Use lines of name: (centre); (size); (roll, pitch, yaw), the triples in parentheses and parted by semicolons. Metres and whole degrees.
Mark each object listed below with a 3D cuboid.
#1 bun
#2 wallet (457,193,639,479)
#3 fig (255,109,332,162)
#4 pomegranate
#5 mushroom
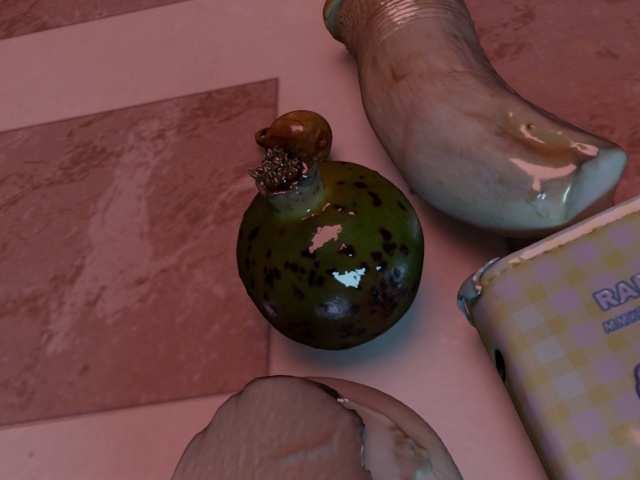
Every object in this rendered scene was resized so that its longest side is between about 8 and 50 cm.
bun: (0.005, 0.155, 0.443); (0.172, 0.119, 0.173); (-31, 45, 36)
wallet: (0.219, 0.101, 0.463); (0.223, 0.077, 0.310); (-22, 46, 1)
fig: (-0.026, -0.079, 0.742); (0.050, 0.050, 0.083); (-44, 32, -24)
pomegranate: (0.001, 0.007, 0.590); (0.130, 0.130, 0.130); (-9, 45, 9)
mushroom: (0.091, -0.110, 0.687); (0.122, 0.095, 0.351); (-33, 41, 5)
